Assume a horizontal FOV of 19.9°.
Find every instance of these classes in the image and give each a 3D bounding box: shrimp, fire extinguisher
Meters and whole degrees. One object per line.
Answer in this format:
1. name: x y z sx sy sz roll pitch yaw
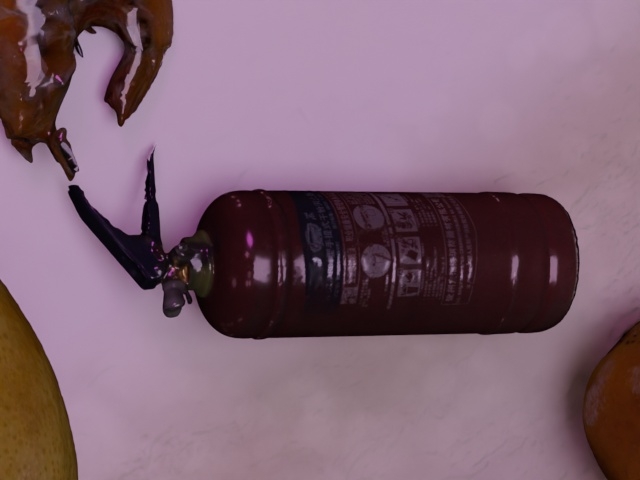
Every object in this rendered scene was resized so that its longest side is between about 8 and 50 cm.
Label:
1. shrimp: -0.153 -0.132 1.171 0.132 0.052 0.187 7 93 -24
2. fire extinguisher: 0.000 0.000 1.241 0.344 0.102 0.138 1 66 -22

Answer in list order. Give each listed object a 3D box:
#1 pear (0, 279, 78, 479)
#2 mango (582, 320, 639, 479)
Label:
1. pear: -0.278 0.119 1.026 0.304 0.304 0.304 -4 100 -23
2. mango: 0.350 0.152 1.348 0.316 0.146 0.192 18 81 1
